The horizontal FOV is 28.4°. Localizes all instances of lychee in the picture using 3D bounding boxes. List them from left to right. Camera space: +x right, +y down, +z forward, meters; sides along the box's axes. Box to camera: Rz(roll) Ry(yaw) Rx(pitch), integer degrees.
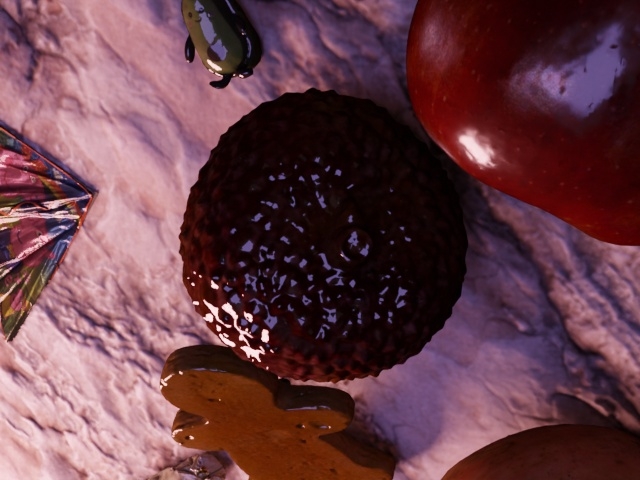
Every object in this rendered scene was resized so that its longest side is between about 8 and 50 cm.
[{"bbox_3d":[0.000,0.000,1.114,0.261,0.260,0.260,9,113,22],"label":"lychee"}]

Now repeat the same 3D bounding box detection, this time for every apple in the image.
[{"bbox_3d":[0.225,-0.150,0.936,0.288,0.288,0.317,40,112,6],"label":"apple"}]

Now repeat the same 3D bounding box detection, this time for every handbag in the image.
[{"bbox_3d":[-0.101,-0.201,1.195,0.072,0.047,0.111,-21,102,29],"label":"handbag"}]

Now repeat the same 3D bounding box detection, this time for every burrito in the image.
[{"bbox_3d":[-0.163,0.279,1.419,0.149,0.041,0.055,-33,80,35],"label":"burrito"}]

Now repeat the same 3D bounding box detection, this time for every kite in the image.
[{"bbox_3d":[-0.343,-0.040,1.391,0.234,0.016,0.321,-8,106,28],"label":"kite"}]

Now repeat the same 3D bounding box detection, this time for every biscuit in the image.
[{"bbox_3d":[-0.049,0.177,1.238,0.197,0.049,0.301,-15,142,24],"label":"biscuit"}]

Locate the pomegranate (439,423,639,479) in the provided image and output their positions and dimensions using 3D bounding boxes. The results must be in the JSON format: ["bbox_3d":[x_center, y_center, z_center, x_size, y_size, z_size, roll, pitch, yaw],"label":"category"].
[{"bbox_3d":[0.230,0.316,1.101,0.322,0.322,0.322,9,113,22],"label":"pomegranate"}]
